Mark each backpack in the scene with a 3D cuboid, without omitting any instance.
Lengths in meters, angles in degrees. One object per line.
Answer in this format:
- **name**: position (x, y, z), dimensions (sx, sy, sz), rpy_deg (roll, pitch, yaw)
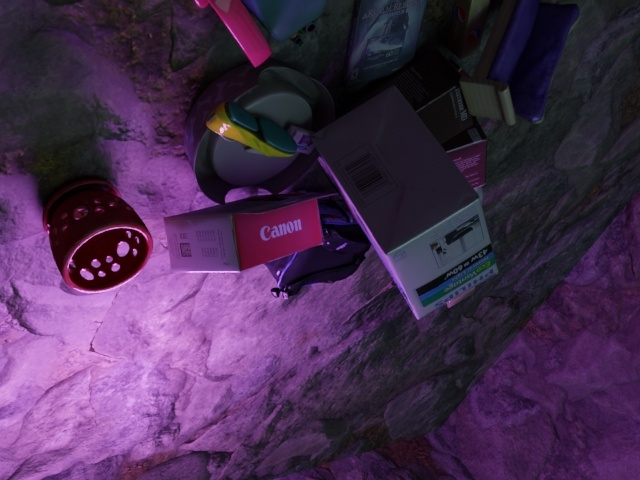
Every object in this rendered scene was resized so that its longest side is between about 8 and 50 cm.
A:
- **backpack**: position (0.000, 0.000, 2.152), dimensions (0.263, 0.213, 0.276), rpy_deg (4, 135, -38)

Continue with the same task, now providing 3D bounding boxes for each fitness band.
- **fitness band**: position (-0.177, -0.415, 1.431), dimensions (0.054, 0.209, 0.291), rpy_deg (-41, 152, 1)

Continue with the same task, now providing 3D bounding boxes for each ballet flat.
- **ballet flat**: position (-0.142, -0.215, 1.677), dimensions (0.077, 0.077, 0.231), rpy_deg (-29, 152, 26)

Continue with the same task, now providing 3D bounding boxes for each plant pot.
- **plant pot**: position (-0.084, -0.484, 1.499), dimensions (0.166, 0.165, 0.234), rpy_deg (-37, 156, -4)
- **plant pot**: position (-0.460, -0.017, 1.680), dimensions (0.191, 0.174, 0.191), rpy_deg (-27, 147, -19)

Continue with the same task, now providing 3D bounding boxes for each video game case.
- **video game case**: position (0.150, -0.481, 1.867), dimensions (0.196, 0.026, 0.274), rpy_deg (-22, 146, -26)

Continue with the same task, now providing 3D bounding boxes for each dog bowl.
- **dog bowl**: position (-0.139, -0.237, 1.803), dimensions (0.349, 0.102, 0.349), rpy_deg (-27, 147, -19)

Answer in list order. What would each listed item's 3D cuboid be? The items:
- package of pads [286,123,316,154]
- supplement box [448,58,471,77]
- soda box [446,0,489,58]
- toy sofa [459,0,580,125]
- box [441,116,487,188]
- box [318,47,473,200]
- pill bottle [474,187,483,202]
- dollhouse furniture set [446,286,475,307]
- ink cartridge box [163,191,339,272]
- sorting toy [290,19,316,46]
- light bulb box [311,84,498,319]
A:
- **package of pads**: position (-0.044, -0.219, 1.798), dimensions (0.083, 0.032, 0.050), rpy_deg (9, 126, -51)
- **supplement box**: position (0.346, -0.419, 2.130), dimensions (0.055, 0.043, 0.083), rpy_deg (-49, 148, 15)
- **soda box**: position (0.354, -0.529, 1.985), dimensions (0.061, 0.058, 0.181), rpy_deg (-25, 147, -21)
- **toy sofa**: position (0.473, -0.459, 1.940), dimensions (0.362, 0.177, 0.150), rpy_deg (-66, 152, -16)
- **box**: position (0.332, -0.240, 2.194), dimensions (0.167, 0.168, 0.203), rpy_deg (-18, 146, -2)
- **box**: position (0.171, -0.273, 2.019), dimensions (0.381, 0.143, 0.191), rpy_deg (-34, 149, -2)
- **pill bottle**: position (0.399, -0.104, 2.477), dimensions (0.160, 0.160, 0.283), rpy_deg (-29, 147, -17)
- **dollhouse furniture set**: position (0.427, 0.079, 2.738), dimensions (0.212, 0.161, 0.242), rpy_deg (-28, 147, -17)
- **ink cartridge box**: position (-0.139, -0.022, 1.845), dimensions (0.309, 0.272, 0.130), rpy_deg (-19, 104, -52)
- **sorting toy**: position (-0.043, -0.432, 1.711), dimensions (0.102, 0.042, 0.061), rpy_deg (-18, 143, -31)
- **light bulb box**: position (0.193, -0.075, 1.838), dimensions (0.225, 0.358, 0.361), rpy_deg (-31, 148, 1)
